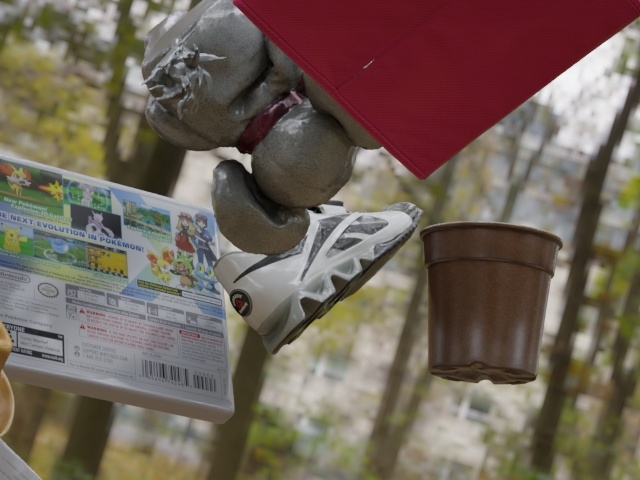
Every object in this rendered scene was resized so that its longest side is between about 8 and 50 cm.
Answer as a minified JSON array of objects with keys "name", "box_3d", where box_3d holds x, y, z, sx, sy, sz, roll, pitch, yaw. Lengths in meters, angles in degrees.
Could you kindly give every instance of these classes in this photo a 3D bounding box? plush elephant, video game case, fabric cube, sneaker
[{"name":"plush elephant","box_3d":[-0.048,-0.147,1.968,0.255,0.272,0.330,47,25,-14]},{"name":"video game case","box_3d":[-0.260,0.053,2.185,0.329,0.300,0.036,15,-40,-28]},{"name":"fabric cube","box_3d":[0.102,-0.265,1.660,0.259,0.258,0.254,42,24,-25]},{"name":"sneaker","box_3d":[0.000,0.000,2.189,0.146,0.122,0.330,46,38,9]}]

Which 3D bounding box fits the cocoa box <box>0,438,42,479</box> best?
[{"name":"cocoa box","box_3d":[-0.589,0.328,2.550,0.228,0.231,0.347,14,-25,29]}]

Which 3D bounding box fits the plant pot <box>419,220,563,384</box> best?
[{"name":"plant pot","box_3d":[0.192,0.077,2.136,0.167,0.165,0.167,4,-12,1]}]

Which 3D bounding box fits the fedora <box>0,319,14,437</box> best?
[{"name":"fedora","box_3d":[-0.317,0.079,1.509,0.194,0.079,0.194,35,23,-18]}]
